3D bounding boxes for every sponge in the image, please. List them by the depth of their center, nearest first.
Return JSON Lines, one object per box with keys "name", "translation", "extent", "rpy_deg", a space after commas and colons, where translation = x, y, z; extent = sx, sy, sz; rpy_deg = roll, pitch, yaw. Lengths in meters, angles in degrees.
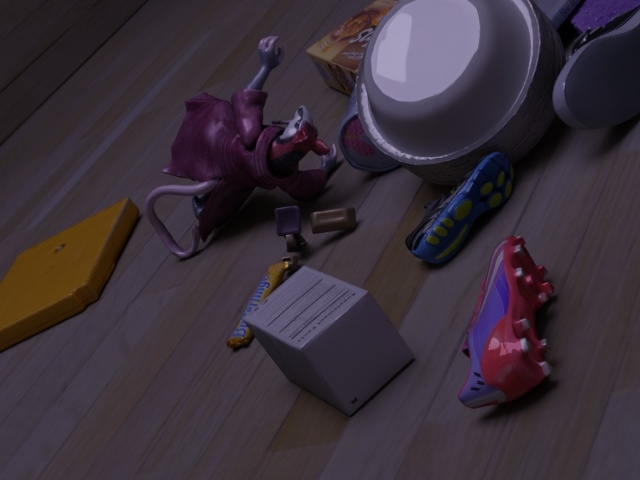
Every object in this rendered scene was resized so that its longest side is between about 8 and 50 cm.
{"name": "sponge", "translation": [0.437, -0.329, 1.905], "extent": [0.117, 0.031, 0.210], "rpy_deg": [-31, 22, 8]}

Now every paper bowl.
{"name": "paper bowl", "translation": [0.172, -0.228, 1.745], "extent": [0.284, 0.148, 0.284], "rpy_deg": [-14, 65, 32]}

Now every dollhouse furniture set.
{"name": "dollhouse furniture set", "translation": [0.000, 0.000, 1.882], "extent": [0.114, 0.091, 0.081], "rpy_deg": [-8, -16, 7]}

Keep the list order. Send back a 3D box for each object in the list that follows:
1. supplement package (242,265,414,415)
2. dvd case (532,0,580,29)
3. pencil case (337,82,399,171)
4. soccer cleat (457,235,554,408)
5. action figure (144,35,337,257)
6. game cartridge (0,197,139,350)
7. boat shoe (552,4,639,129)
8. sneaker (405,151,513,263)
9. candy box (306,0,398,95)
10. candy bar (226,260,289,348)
{"name": "supplement package", "translation": [0.006, 0.112, 1.508], "extent": [0.105, 0.105, 0.179], "rpy_deg": [-40, 23, -14]}
{"name": "dvd case", "translation": [0.333, -0.338, 2.039], "extent": [0.253, 0.022, 0.180], "rpy_deg": [-50, 15, -33]}
{"name": "pencil case", "translation": [0.105, -0.216, 2.033], "extent": [0.124, 0.113, 0.273], "rpy_deg": [-42, 16, 33]}
{"name": "soccer cleat", "translation": [0.188, 0.079, 1.358], "extent": [0.095, 0.083, 0.248], "rpy_deg": [-30, 24, 23]}
{"name": "action figure", "translation": [-0.125, -0.138, 2.027], "extent": [0.276, 0.248, 0.370], "rpy_deg": [-45, 21, -22]}
{"name": "game cartridge", "translation": [-0.488, 0.071, 2.390], "extent": [0.285, 0.052, 0.323], "rpy_deg": [-25, 26, 22]}
{"name": "boat shoe", "translation": [0.375, -0.231, 1.687], "extent": [0.105, 0.113, 0.306], "rpy_deg": [-16, 25, 52]}
{"name": "sneaker", "translation": [0.175, -0.048, 1.650], "extent": [0.188, 0.067, 0.078], "rpy_deg": [-46, 30, -20]}
{"name": "candy box", "translation": [0.108, -0.340, 2.323], "extent": [0.183, 0.087, 0.316], "rpy_deg": [-37, 22, -5]}
{"name": "candy bar", "translation": [-0.086, 0.089, 1.790], "extent": [0.040, 0.018, 0.161], "rpy_deg": [-15, 34, 39]}
